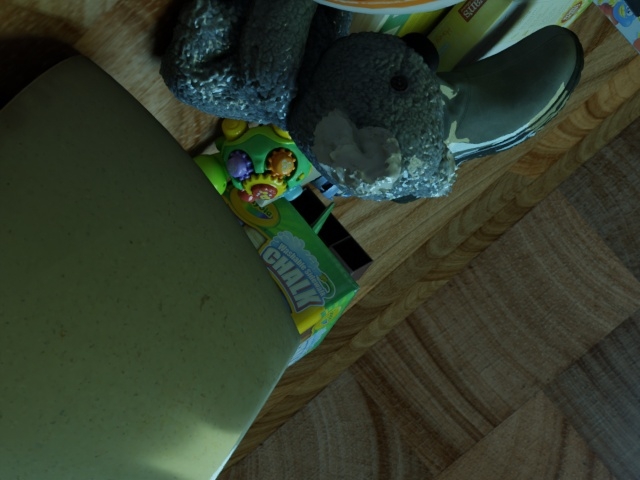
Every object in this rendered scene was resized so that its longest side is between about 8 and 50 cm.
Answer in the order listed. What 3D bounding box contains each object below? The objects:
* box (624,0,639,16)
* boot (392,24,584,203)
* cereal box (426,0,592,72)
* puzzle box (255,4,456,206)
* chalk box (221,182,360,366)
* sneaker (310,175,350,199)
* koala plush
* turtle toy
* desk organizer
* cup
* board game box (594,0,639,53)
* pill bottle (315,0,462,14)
[{"bbox_3d":[0.424,-0.349,1.397,0.270,0.143,0.165,-18,174,18],"label":"box"},{"bbox_3d":[0.108,-0.135,1.236,0.246,0.083,0.161,-35,139,19],"label":"boot"},{"bbox_3d":[0.178,-0.205,1.374,0.173,0.047,0.240,-47,165,33],"label":"cereal box"},{"bbox_3d":[0.092,-0.210,1.341,0.272,0.052,0.409,-29,164,-38],"label":"puzzle box"},{"bbox_3d":[-0.089,0.059,1.480,0.289,0.179,0.180,-33,167,-26],"label":"chalk box"},{"bbox_3d":[0.008,-0.080,1.546,0.053,0.059,0.144,-40,167,13],"label":"sneaker"},{"bbox_3d":[0.011,-0.117,1.026,0.203,0.221,0.196,-42,168,14],"label":"koala plush"},{"bbox_3d":[-0.066,-0.071,1.289,0.130,0.066,0.095,-2,152,10],"label":"turtle toy"},{"bbox_3d":[0.000,0.000,1.650,0.047,0.130,0.050,-27,160,-46],"label":"desk organizer"},{"bbox_3d":[-0.155,0.073,0.949,0.331,0.237,0.331,-58,180,0],"label":"cup"},{"bbox_3d":[0.484,-0.335,1.839,0.144,0.142,0.275,-44,167,24],"label":"board game box"},{"bbox_3d":[-0.011,-0.232,0.532,0.224,0.224,0.392,-41,168,11],"label":"pill bottle"}]
